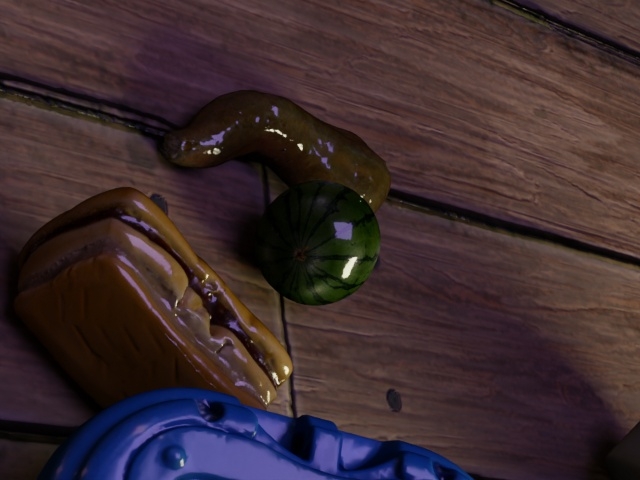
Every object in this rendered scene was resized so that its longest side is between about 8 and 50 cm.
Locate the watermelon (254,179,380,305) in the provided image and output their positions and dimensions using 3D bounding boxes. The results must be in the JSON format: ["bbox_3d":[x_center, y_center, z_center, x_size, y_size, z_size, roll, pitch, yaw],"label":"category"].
[{"bbox_3d":[0.001,0.001,1.510,0.109,0.109,0.109,27,53,-41],"label":"watermelon"}]

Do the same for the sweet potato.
[{"bbox_3d":[-0.030,-0.073,1.545,0.233,0.062,0.081,18,60,-42],"label":"sweet potato"}]

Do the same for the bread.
[{"bbox_3d":[-0.116,0.063,1.318,0.200,0.116,0.077,49,35,-23],"label":"bread"}]

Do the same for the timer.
[{"bbox_3d":[-0.031,0.260,1.229,0.340,0.115,0.309,17,66,-18],"label":"timer"}]

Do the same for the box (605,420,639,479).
[{"bbox_3d":[0.446,0.323,1.698,0.090,0.373,0.367,-42,110,-14],"label":"box"}]
